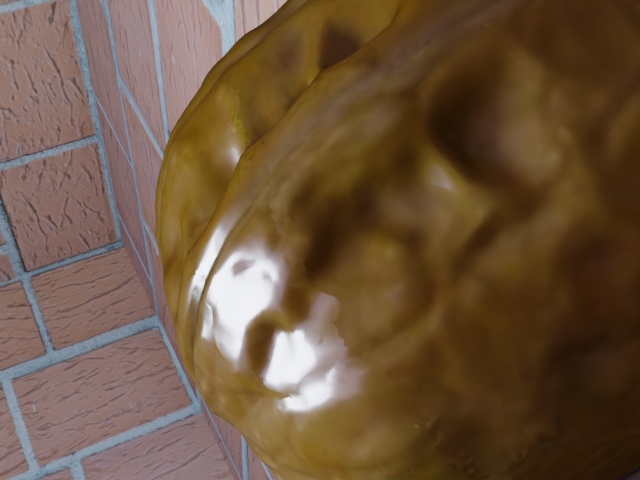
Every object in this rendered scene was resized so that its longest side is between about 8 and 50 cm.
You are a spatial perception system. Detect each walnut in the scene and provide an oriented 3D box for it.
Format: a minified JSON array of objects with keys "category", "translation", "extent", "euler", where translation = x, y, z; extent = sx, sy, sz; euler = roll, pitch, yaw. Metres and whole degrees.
[{"category":"walnut","translation":[0.082,-0.018,0.547],"extent":[0.308,0.398,0.354],"euler":[41,-173,-48]}]

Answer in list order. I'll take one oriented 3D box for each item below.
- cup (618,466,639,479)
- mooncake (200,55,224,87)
[{"category":"cup","translation":[0.280,0.235,0.489],"extent":[0.288,0.208,0.273],"euler":[98,148,-56]},{"category":"mooncake","translation":[0.003,-0.096,0.871],"extent":[0.117,0.235,0.235],"euler":[32,139,59]}]
